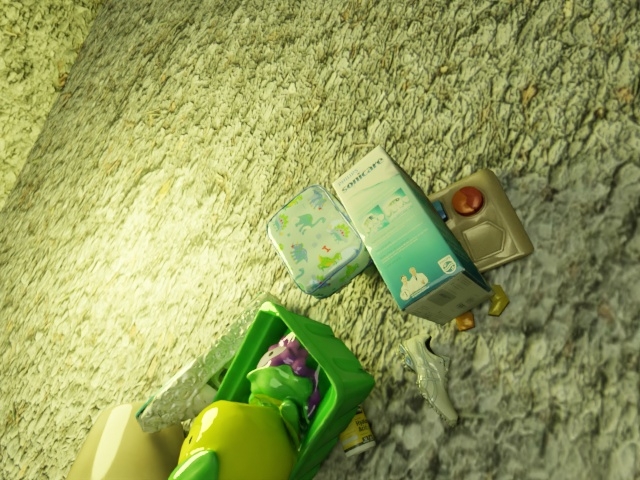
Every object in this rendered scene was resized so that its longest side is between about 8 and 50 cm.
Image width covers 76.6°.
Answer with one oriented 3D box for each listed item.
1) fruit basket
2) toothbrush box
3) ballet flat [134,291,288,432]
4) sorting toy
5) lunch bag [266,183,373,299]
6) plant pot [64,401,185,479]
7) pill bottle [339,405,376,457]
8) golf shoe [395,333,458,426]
[{"bbox_3d":[-0.119,0.323,0.703,0.392,0.392,0.283,-49,49,4],"label":"fruit basket"},{"bbox_3d":[0.175,-0.005,0.774,0.126,0.216,0.295,-38,55,19],"label":"toothbrush box"},{"bbox_3d":[-0.216,0.286,0.907,0.147,0.147,0.409,31,65,34],"label":"ballet flat"},{"bbox_3d":[0.303,0.015,0.837,0.229,0.041,0.307,-24,61,19],"label":"sorting toy"},{"bbox_3d":[0.000,0.000,0.848,0.176,0.090,0.219,-41,57,10],"label":"lunch bag"},{"bbox_3d":[-0.421,0.535,0.902,0.323,0.323,0.280,-28,43,17],"label":"plant pot"},{"bbox_3d":[0.060,0.366,0.818,0.065,0.065,0.116,-33,59,14],"label":"pill bottle"},{"bbox_3d":[0.221,0.259,0.775,0.086,0.069,0.176,-34,59,6],"label":"golf shoe"}]
